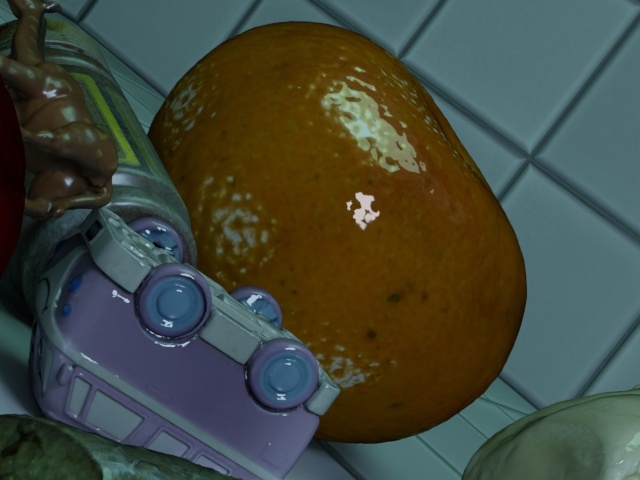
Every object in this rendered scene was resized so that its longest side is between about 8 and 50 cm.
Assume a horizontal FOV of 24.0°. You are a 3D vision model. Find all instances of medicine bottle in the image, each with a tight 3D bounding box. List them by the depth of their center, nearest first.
[{"bbox_3d":[-0.217,-0.057,1.289,0.151,0.151,0.322,33,15,-37],"label":"medicine bottle"}]

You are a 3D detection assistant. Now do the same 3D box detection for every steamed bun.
[{"bbox_3d":[0.227,0.246,1.224,0.289,0.276,0.203,17,7,-42],"label":"steamed bun"}]

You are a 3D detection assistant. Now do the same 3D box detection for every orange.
[{"bbox_3d":[0.000,0.000,1.442,0.424,0.326,0.424,53,12,-16],"label":"orange"}]

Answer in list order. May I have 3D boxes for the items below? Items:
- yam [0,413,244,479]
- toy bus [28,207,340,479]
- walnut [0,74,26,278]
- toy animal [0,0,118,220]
[{"bbox_3d":[-0.060,0.167,0.652,0.254,0.154,0.154,34,6,-42],"label":"yam"},{"bbox_3d":[-0.105,0.083,1.037,0.202,0.142,0.142,36,5,-22],"label":"toy bus"},{"bbox_3d":[-0.259,-0.013,0.690,0.269,0.243,0.222,48,29,-84],"label":"walnut"},{"bbox_3d":[-0.208,-0.110,1.059,0.224,0.066,0.229,51,19,11],"label":"toy animal"}]
